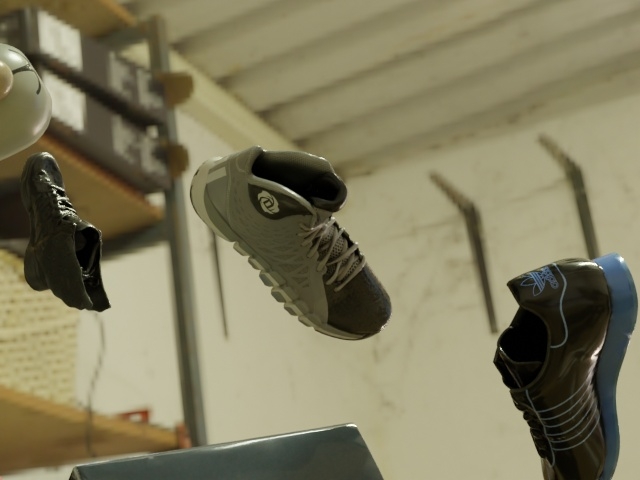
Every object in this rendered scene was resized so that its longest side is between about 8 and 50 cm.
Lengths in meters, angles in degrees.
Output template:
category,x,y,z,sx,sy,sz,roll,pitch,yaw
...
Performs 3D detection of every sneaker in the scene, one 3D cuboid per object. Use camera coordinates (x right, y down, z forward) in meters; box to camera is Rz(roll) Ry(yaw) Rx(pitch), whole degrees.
category,x,y,z,sx,sy,sz,roll,pitch,yaw
sneaker,0.000,0.000,1.361,0.229,0.086,0.132,39,-34,-19
sneaker,-0.249,-0.010,1.538,0.089,0.170,0.051,-11,-15,36
sneaker,0.173,0.110,1.165,0.090,0.081,0.232,-8,-56,-13

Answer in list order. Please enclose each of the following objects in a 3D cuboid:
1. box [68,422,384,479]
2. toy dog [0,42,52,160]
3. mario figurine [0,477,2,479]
category,x,y,z,sx,sy,sz,roll,pitch,yaw
box,-0.118,0.383,1.480,0.293,0.212,0.395,-4,-38,-31
toy dog,-0.313,-0.028,0.906,0.220,0.333,0.161,34,-19,-5
mario figurine,-0.436,0.292,1.694,0.198,0.170,0.320,-37,-8,-21
